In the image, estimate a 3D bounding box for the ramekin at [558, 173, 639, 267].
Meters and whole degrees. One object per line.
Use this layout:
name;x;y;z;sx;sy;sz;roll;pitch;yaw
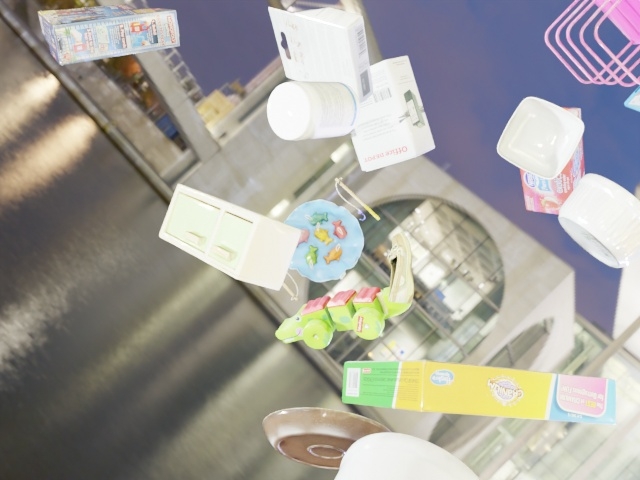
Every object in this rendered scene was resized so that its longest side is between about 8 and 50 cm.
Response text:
ramekin;0.611;-0.035;1.464;0.207;0.109;0.207;43;2;-1

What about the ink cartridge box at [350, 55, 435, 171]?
ink cartridge box;0.191;-0.374;2.043;0.211;0.121;0.289;-11;-80;42

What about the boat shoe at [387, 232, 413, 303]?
boat shoe;0.153;0.052;1.358;0.056;0.048;0.153;110;-20;-63

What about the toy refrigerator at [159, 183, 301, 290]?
toy refrigerator;-0.159;-0.012;1.115;0.094;0.102;0.269;20;2;-41

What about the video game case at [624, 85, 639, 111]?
video game case;0.898;-0.394;1.784;0.119;0.015;0.166;17;-38;-9

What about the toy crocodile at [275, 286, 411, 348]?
toy crocodile;0.050;0.155;1.488;0.105;0.340;0.115;66;30;-14

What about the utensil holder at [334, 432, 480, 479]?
utensil holder;0.111;0.609;1.256;0.327;0.385;0.328;16;-52;22

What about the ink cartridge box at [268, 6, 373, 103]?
ink cartridge box;0.004;-0.418;1.494;0.232;0.066;0.189;32;-29;36

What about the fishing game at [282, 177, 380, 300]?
fishing game;0.000;0.000;1.487;0.189;0.264;0.041;48;-5;13

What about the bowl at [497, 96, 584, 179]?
bowl;0.450;-0.207;1.400;0.142;0.142;0.053;31;10;14

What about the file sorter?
file sorter;0.690;-0.481;1.600;0.202;0.182;0.291;41;8;-12

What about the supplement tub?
supplement tub;-0.006;-0.161;0.847;0.071;0.071;0.107;45;32;21

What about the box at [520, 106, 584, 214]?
box;0.560;-0.190;1.654;0.122;0.128;0.257;10;-31;29

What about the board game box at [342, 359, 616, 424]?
board game box;0.224;0.221;1.004;0.316;0.064;0.242;9;-13;-21

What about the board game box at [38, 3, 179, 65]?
board game box;-0.335;-0.336;1.092;0.194;0.194;0.060;41;-42;54

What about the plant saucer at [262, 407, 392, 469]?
plant saucer;0.016;0.465;1.567;0.311;0.310;0.050;51;37;-45
